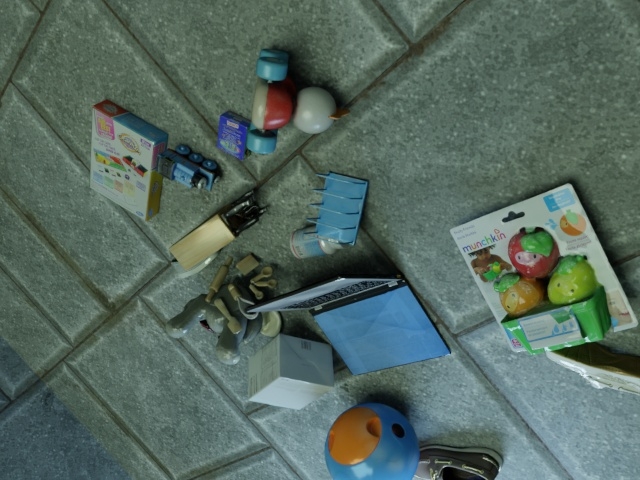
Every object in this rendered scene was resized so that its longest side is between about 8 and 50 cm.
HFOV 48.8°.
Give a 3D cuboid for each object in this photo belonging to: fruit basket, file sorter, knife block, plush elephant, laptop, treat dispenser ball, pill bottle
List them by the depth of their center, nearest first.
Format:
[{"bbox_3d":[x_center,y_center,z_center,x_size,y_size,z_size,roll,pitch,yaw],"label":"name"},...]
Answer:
[{"bbox_3d":[0.501,0.084,1.624,0.327,0.165,0.353,-23,102,41],"label":"fruit basket"},{"bbox_3d":[0.035,-0.081,1.812,0.118,0.104,0.170,16,100,25],"label":"file sorter"},{"bbox_3d":[0.000,0.000,1.946,0.160,0.087,0.087,-9,114,37],"label":"pill bottle"},{"bbox_3d":[0.076,0.252,1.976,0.382,0.408,0.236,-23,72,41],"label":"laptop"},{"bbox_3d":[-0.287,-0.031,2.018,0.088,0.275,0.242,54,162,-8],"label":"knife block"},{"bbox_3d":[0.156,0.639,2.141,0.288,0.288,0.288,17,128,23],"label":"treat dispenser ball"},{"bbox_3d":[-0.273,0.254,2.201,0.272,0.330,0.255,13,148,25],"label":"plush elephant"}]

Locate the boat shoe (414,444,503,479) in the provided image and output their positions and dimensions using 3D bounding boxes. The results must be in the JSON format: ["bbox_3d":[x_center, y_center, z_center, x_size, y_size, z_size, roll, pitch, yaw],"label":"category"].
[{"bbox_3d":[0.395,0.701,2.157,0.324,0.097,0.117,-14,111,39],"label":"boat shoe"}]

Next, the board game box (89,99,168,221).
[{"bbox_3d":[-0.602,-0.244,2.193,0.242,0.064,0.316,30,132,13],"label":"board game box"}]

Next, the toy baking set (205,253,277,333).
[{"bbox_3d":[-0.241,0.146,2.087,0.196,0.256,0.030,16,149,25],"label":"toy baking set"}]

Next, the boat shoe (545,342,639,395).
[{"bbox_3d":[0.675,0.316,1.708,0.277,0.098,0.096,18,127,21],"label":"boat shoe"}]

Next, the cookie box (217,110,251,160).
[{"bbox_3d":[-0.233,-0.288,1.935,0.092,0.040,0.107,27,132,16],"label":"cookie box"}]

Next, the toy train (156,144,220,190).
[{"bbox_3d":[-0.384,-0.206,2.046,0.184,0.105,0.080,30,132,13],"label":"toy train"}]

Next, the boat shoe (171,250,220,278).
[{"bbox_3d":[-0.409,0.057,2.261,0.227,0.079,0.081,-24,109,45],"label":"boat shoe"}]

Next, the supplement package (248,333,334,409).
[{"bbox_3d":[-0.095,0.410,2.193,0.194,0.149,0.203,18,141,-28],"label":"supplement package"}]

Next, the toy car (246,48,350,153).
[{"bbox_3d":[-0.047,-0.329,1.722,0.238,0.210,0.219,9,114,-5],"label":"toy car"}]
